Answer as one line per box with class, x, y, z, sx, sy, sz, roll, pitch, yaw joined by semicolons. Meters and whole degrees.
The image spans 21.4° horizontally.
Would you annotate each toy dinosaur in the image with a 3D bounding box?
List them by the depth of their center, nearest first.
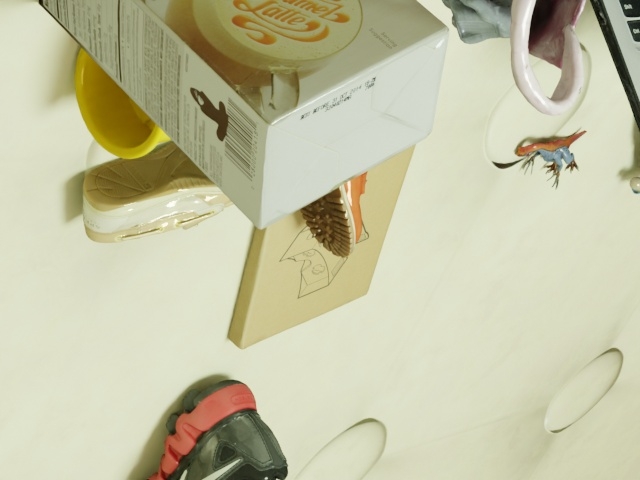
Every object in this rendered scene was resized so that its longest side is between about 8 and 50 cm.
toy dinosaur;0.231;-0.092;1.736;0.082;0.047;0.090;45;56;-52

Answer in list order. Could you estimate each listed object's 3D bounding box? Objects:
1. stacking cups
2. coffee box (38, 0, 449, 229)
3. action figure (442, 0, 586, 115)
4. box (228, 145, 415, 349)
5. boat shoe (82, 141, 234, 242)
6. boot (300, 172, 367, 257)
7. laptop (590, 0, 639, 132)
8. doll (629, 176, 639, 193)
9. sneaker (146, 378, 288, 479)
stacking cups;-0.036;-0.140;1.273;0.316;0.096;0.096;-20;143;-45
coffee box;-0.055;-0.142;1.065;0.141;0.246;0.098;-29;148;-26
action figure;0.232;-0.308;1.215;0.370;0.276;0.248;-26;136;-3
box;0.000;0.000;1.550;0.164;0.021;0.201;-22;144;-35
boat shoe;-0.111;-0.038;1.324;0.170;0.063;0.059;-13;141;-31
boot;0.024;-0.062;1.440;0.084;0.059;0.158;-35;133;-36
laptop;0.417;-0.305;1.499;0.382;0.408;0.236;-12;171;-45
doll;0.392;-0.106;1.897;0.129;0.046;0.189;-37;149;-14
sneaker;-0.120;0.270;1.621;0.097;0.135;0.276;-2;130;-54
